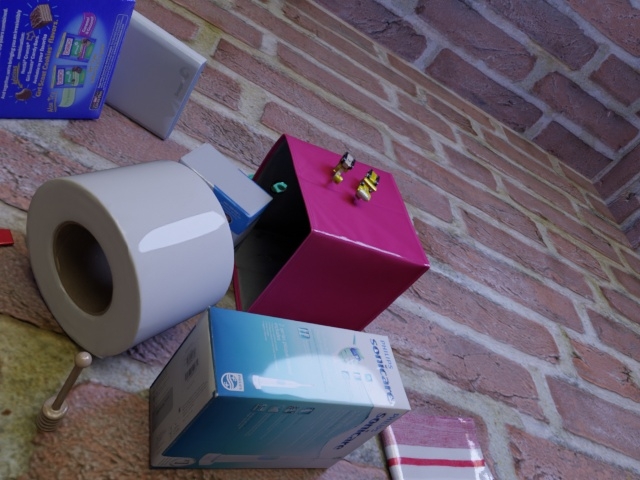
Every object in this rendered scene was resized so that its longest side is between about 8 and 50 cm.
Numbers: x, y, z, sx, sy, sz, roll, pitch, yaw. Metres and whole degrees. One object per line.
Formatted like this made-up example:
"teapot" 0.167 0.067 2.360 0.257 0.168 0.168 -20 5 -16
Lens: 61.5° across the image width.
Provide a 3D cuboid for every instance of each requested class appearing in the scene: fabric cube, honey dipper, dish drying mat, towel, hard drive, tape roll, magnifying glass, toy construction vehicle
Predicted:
"fabric cube" 0.000 0.000 1.018 0.258 0.254 0.259 14 42 -31
"honey dipper" -0.299 0.174 0.630 0.030 0.161 0.031 25 36 -20
"dish drying mat" -0.494 -0.003 0.780 0.083 0.008 0.032 -5 53 -44
"towel" 0.232 0.456 0.921 0.236 0.037 0.329 14 43 -31
"hard drive" -0.409 -0.370 1.091 0.307 0.203 0.040 33 34 -10
"tape roll" -0.267 0.017 0.761 0.246 0.246 0.169 48 36 12
"magnifying glass" -0.088 -0.122 1.271 0.230 0.026 0.092 -9 57 -48
"toy construction vehicle" 0.061 -0.108 0.950 0.086 0.035 0.098 42 35 -17

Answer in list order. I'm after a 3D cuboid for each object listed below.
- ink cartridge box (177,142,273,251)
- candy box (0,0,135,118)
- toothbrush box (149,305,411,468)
"ink cartridge box" -0.199 -0.038 0.922 0.148 0.203 0.086 39 37 0
"candy box" -0.515 -0.347 0.911 0.317 0.268 0.122 -14 58 -49
"toothbrush box" -0.060 0.221 0.753 0.295 0.216 0.126 15 42 -30
